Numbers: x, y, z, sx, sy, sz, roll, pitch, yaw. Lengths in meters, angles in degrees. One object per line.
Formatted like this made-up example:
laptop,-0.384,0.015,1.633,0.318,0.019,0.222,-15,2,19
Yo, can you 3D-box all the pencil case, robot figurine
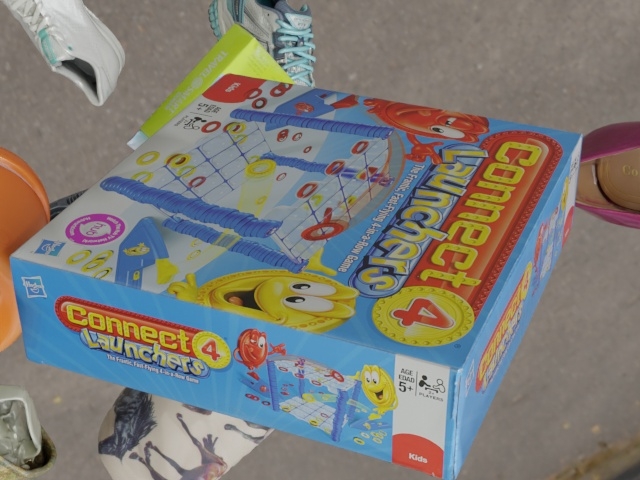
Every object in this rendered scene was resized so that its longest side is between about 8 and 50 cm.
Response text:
pencil case,-0.081,0.151,1.321,0.410,0.160,0.183,-45,123,10
robot figurine,-0.274,0.007,0.869,0.158,0.219,0.128,-14,126,5

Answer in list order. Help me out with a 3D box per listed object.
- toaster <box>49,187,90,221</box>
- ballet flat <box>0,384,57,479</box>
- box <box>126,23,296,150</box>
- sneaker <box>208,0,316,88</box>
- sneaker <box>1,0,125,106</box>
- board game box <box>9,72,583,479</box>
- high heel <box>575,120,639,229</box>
toaster,-0.264,0.014,1.420,0.227,0.129,0.146,-19,160,-6
ballet flat,-0.409,0.175,1.318,0.123,0.123,0.349,-28,134,-7
box,-0.118,-0.141,1.260,0.178,0.042,0.109,-47,143,1
sneaker,-0.059,-0.252,1.504,0.110,0.283,0.122,4,142,-47
sneaker,-0.294,-0.235,1.239,0.080,0.094,0.212,-23,130,26
board game box,0.000,0.000,0.799,0.308,0.301,0.086,-52,148,-50
high heel,0.362,-0.038,0.899,0.181,0.377,0.127,-15,101,-33
